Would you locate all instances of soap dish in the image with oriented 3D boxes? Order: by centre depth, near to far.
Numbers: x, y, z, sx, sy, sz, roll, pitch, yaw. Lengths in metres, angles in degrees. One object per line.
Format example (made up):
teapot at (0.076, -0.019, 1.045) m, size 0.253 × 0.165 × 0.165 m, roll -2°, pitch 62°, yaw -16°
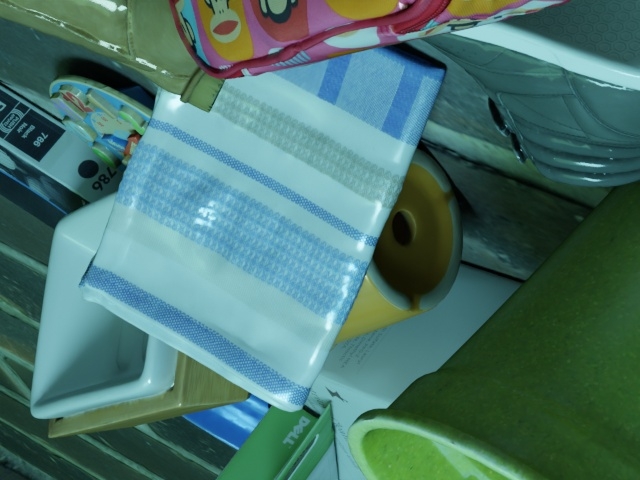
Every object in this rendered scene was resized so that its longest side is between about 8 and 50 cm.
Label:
soap dish at (-0.158, 0.063, 1.725) m, size 0.118 × 0.228 × 0.291 m, roll 14°, pitch 162°, yaw -28°

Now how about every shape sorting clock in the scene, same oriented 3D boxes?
shape sorting clock at (-0.171, -0.086, 1.748) m, size 0.206 × 0.040 × 0.206 m, roll 33°, pitch 161°, yaw 13°

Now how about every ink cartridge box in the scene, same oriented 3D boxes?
ink cartridge box at (-0.041, 0.209, 1.622) m, size 0.062 × 0.109 × 0.209 m, roll 32°, pitch 158°, yaw 17°
ink cartridge box at (-0.272, -0.064, 1.948) m, size 0.333 × 0.065 × 0.165 m, roll 30°, pitch 159°, yaw 17°

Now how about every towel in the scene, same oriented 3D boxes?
towel at (-0.050, -0.038, 1.346) m, size 0.209 × 0.285 × 0.034 m, roll 29°, pitch -162°, yaw 19°

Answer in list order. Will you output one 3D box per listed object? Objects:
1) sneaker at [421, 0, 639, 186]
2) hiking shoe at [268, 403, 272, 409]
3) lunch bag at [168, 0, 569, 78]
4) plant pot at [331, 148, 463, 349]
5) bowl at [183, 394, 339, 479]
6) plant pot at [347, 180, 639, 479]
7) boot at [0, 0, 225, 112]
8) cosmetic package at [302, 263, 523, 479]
sneaker at (0.093, -0.120, 1.099) m, size 0.296 × 0.104 × 0.147 m, roll 25°, pitch 153°, yaw 21°
hiking shoe at (-0.002, 0.132, 1.780) m, size 0.227 × 0.114 × 0.086 m, roll 19°, pitch 168°, yaw -18°
lunch bag at (0.005, -0.220, 0.907) m, size 0.293 × 0.120 × 0.258 m, roll -5°, pitch 98°, yaw 62°
plant pot at (0.000, 0.000, 1.442) m, size 0.188 × 0.205 × 0.205 m, roll -6°, pitch 135°, yaw 42°
bowl at (-0.057, 0.163, 2.003) m, size 0.391 × 0.077 × 0.391 m, roll 26°, pitch 162°, yaw 9°
plant pot at (0.202, 0.105, 1.205) m, size 0.276 × 0.254 × 0.276 m, roll 33°, pitch 161°, yaw 13°
boot at (-0.171, -0.186, 1.209) m, size 0.270 × 0.089 × 0.236 m, roll 23°, pitch 154°, yaw -6°
cosmetic package at (0.136, 0.142, 1.557) m, size 0.385 × 0.156 × 0.217 m, roll 19°, pitch 152°, yaw 45°
